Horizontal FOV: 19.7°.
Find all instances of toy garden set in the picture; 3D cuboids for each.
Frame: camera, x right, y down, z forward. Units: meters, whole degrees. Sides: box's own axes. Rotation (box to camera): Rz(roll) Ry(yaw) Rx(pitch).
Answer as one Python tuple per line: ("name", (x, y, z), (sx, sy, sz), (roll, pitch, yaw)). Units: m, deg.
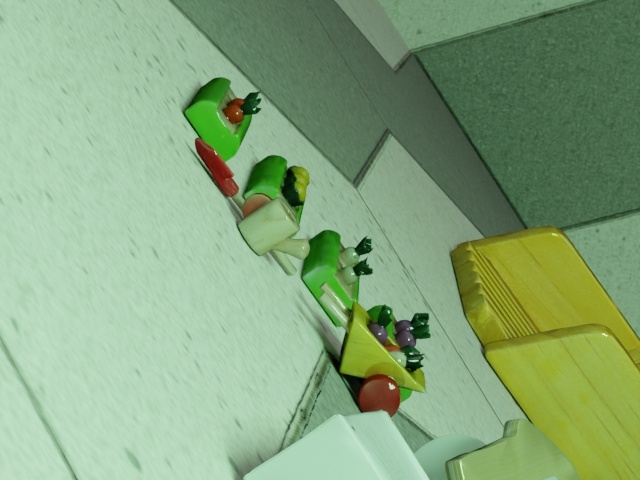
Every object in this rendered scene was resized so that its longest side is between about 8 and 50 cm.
("toy garden set", (0.000, 0.000, 1.224), (0.244, 0.049, 0.204), (54, 10, -10))

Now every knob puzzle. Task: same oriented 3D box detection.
("knob puzzle", (0.121, 0.195, 1.027), (0.213, 0.030, 0.213), (37, 46, -50))

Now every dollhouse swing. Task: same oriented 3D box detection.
("dollhouse swing", (0.355, 0.084, 1.941), (0.315, 0.305, 0.347), (54, 11, -14))

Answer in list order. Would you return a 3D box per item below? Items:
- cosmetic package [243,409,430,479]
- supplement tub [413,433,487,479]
("cosmetic package", (0.059, 0.193, 0.842), (0.239, 0.060, 0.099), (58, 8, 12))
("supplement tub", (0.097, 0.166, 1.091), (0.107, 0.071, 0.071), (45, 14, -47))
